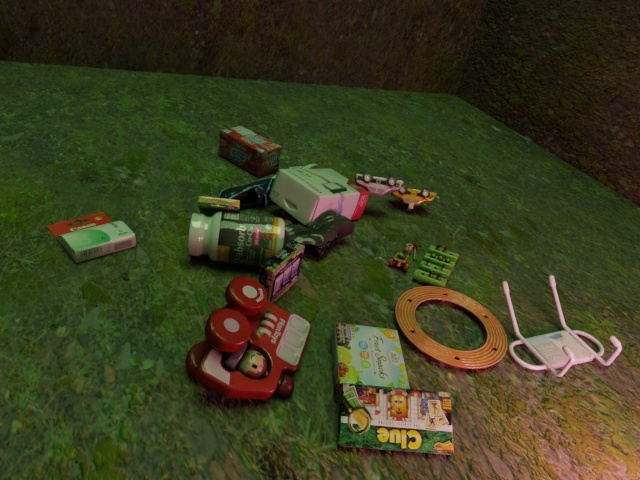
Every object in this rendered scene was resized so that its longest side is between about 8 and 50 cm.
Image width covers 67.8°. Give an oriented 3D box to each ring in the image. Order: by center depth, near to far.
[{"bbox_3d":[0.383,0.255,1.416,0.337,0.032,0.336,9,34,-6],"label":"ring"}]

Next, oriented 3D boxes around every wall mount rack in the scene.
[{"bbox_3d":[0.701,0.254,1.434,0.351,0.130,0.304,-3,36,-25],"label":"wall mount rack"}]

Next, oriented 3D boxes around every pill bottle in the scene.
[{"bbox_3d":[-0.257,-0.006,1.468,0.279,0.162,0.162,5,34,-10],"label":"pill bottle"}]

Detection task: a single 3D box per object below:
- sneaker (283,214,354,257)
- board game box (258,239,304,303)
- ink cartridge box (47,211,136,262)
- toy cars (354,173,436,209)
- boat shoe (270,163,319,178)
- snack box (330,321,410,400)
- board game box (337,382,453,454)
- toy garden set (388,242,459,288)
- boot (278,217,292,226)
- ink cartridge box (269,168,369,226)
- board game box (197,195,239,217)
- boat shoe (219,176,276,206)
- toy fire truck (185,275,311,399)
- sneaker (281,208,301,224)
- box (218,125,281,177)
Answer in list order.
[{"bbox_3d":[0.000,0.000,1.620,0.287,0.109,0.130,-17,49,-24],"label":"sneaker"},{"bbox_3d":[-0.116,0.096,1.380,0.048,0.141,0.170,26,35,17],"label":"board game box"},{"bbox_3d":[-0.703,-0.031,1.456,0.181,0.056,0.225,-21,48,-41],"label":"ink cartridge box"},{"bbox_3d":[0.301,-0.188,1.925,0.394,0.087,0.177,11,-3,-39],"label":"toy cars"},{"bbox_3d":[-0.110,-0.267,1.981,0.088,0.096,0.268,34,46,21],"label":"boat shoe"},{"bbox_3d":[0.120,0.310,1.205,0.175,0.070,0.207,9,35,-7],"label":"snack box"},{"bbox_3d":[0.169,0.400,1.070,0.260,0.030,0.136,7,66,-8],"label":"board game box"},{"bbox_3d":[0.367,0.059,1.673,0.204,0.049,0.244,20,31,17],"label":"toy garden set"},{"bbox_3d":[-0.132,-0.051,1.678,0.119,0.042,0.087,27,26,35],"label":"boot"},{"bbox_3d":[0.001,-0.170,1.789,0.226,0.131,0.306,37,27,30],"label":"ink cartridge box"},{"bbox_3d":[-0.323,-0.093,1.535,0.124,0.039,0.259,5,-10,-8],"label":"board game box"},{"bbox_3d":[-0.242,-0.162,1.778,0.259,0.108,0.089,-21,32,-19],"label":"boat shoe"},{"bbox_3d":[-0.157,0.249,1.142,0.254,0.169,0.302,30,33,-7],"label":"toy fire truck"},{"bbox_3d":[-0.089,-0.097,1.775,0.120,0.047,0.057,27,29,7],"label":"sneaker"},{"bbox_3d":[-0.307,-0.389,2.061,0.257,0.122,0.128,31,38,26],"label":"box"}]
